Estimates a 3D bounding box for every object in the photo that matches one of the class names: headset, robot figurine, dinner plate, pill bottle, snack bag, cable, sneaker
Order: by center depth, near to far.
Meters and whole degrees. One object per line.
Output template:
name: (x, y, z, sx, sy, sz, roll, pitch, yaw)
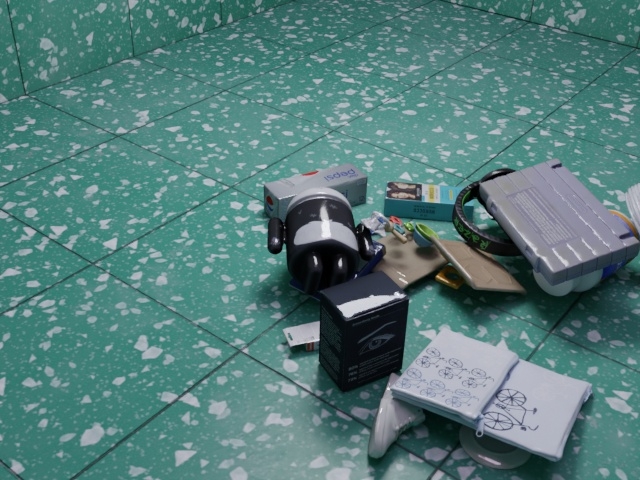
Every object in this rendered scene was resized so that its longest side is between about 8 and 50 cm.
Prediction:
dinner plate: (0.340, 0.382, 1.498, 0.141, 0.017, 0.141, 3, 33, -2)
sneaker: (0.154, 0.343, 1.501, 0.094, 0.080, 0.212, 21, 36, 7)
snack bag: (0.351, 0.295, 1.547, 0.343, 0.037, 0.323, 20, 24, 24)
robot figurine: (0.001, 0.002, 1.827, 0.174, 0.209, 0.278, -33, 41, 26)
pill bottle: (0.649, 0.036, 1.902, 0.272, 0.152, 0.152, -26, 43, -33)
cable: (0.848, -0.026, 1.934, 0.089, 0.257, 0.257, -25, 25, 23)
headset: (0.521, -0.067, 2.039, 0.394, 0.185, 0.243, -24, 52, -27)

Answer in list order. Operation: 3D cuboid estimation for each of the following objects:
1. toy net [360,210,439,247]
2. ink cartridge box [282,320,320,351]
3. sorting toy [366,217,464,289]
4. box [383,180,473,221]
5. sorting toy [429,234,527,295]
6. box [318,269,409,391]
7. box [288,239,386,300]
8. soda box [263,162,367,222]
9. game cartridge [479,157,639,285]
toy net: (0.187, -0.042, 1.912, 0.232, 0.045, 0.122, 16, 30, -40)
ink cartridge box: (-0.021, 0.213, 1.715, 0.115, 0.029, 0.063, -10, 37, -16)
sorting toy: (0.212, 0.049, 1.956, 0.196, 0.047, 0.348, -28, 44, -31)
box: (0.302, -0.109, 2.177, 0.245, 0.060, 0.100, 5, 34, 4)
sorting toy: (0.378, 0.066, 1.879, 0.208, 0.038, 0.193, 11, 30, -37)
box: (0.087, 0.187, 1.600, 0.153, 0.207, 0.108, -16, 38, -24)
box: (0.041, 0.068, 1.895, 0.137, 0.036, 0.225, 26, 55, 30)
soda box: (-0.013, -0.132, 2.166, 0.287, 0.091, 0.098, -16, 38, -25)
game cartridge: (0.554, -0.050, 1.846, 0.230, 0.068, 0.355, -21, 43, -4)
